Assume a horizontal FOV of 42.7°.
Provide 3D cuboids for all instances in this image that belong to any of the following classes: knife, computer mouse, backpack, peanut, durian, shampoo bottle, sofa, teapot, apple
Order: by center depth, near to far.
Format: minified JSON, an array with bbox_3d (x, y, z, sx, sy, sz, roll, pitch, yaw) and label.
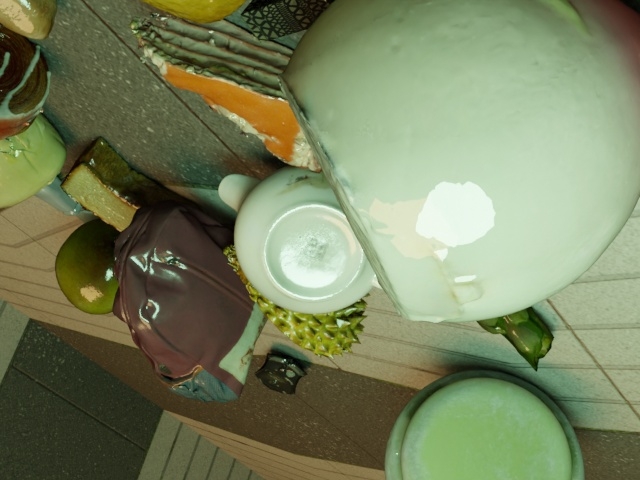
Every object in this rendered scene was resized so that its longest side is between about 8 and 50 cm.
[{"bbox_3d":[-0.017,-0.229,0.774,0.118,0.060,0.039,1,138,47],"label":"sofa"},{"bbox_3d":[-0.376,-0.306,0.977,0.076,0.076,0.152,2,140,44],"label":"peanut"},{"bbox_3d":[0.000,0.000,1.081,0.298,0.204,0.139,28,-166,-11],"label":"teapot"},{"bbox_3d":[-0.006,0.063,1.216,0.249,0.138,0.183,40,-166,-29],"label":"durian"},{"bbox_3d":[-0.212,0.083,1.272,0.197,0.283,0.317,-2,153,28],"label":"backpack"},{"bbox_3d":[0.270,0.386,1.372,0.322,0.322,0.317,20,160,16],"label":"shampoo bottle"},{"bbox_3d":[-0.422,0.049,1.586,0.157,0.196,0.196,40,155,0],"label":"apple"},{"bbox_3d":[-0.464,-0.047,1.629,0.080,0.044,0.331,-4,149,30],"label":"knife"},{"bbox_3d":[-0.087,0.298,1.883,0.105,0.062,0.192,29,150,-1],"label":"computer mouse"}]

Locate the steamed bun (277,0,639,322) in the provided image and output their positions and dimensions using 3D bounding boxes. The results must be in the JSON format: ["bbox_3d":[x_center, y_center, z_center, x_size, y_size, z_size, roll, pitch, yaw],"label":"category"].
[{"bbox_3d":[0.140,-0.097,0.659,0.309,0.309,0.309,23,155,11],"label":"steamed bun"}]

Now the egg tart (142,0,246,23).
[{"bbox_3d":[-0.117,-0.275,0.635,0.170,0.215,0.215,29,159,-33],"label":"egg tart"}]

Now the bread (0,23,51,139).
[{"bbox_3d":[-0.454,-0.219,1.127,0.160,0.160,0.073,36,149,-19],"label":"bread"}]

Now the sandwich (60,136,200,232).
[{"bbox_3d":[-0.330,-0.070,1.404,0.214,0.065,0.186,35,155,-16],"label":"sandwich"}]

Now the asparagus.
[{"bbox_3d":[0.240,0.088,1.120,0.287,0.080,0.080,39,153,-21],"label":"asparagus"}]

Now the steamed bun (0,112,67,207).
[{"bbox_3d":[-0.574,-0.163,1.348,0.273,0.166,0.232,8,151,36],"label":"steamed bun"}]

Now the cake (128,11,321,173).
[{"bbox_3d":[-0.079,-0.168,0.911,0.287,0.098,0.135,29,156,-4],"label":"cake"}]
